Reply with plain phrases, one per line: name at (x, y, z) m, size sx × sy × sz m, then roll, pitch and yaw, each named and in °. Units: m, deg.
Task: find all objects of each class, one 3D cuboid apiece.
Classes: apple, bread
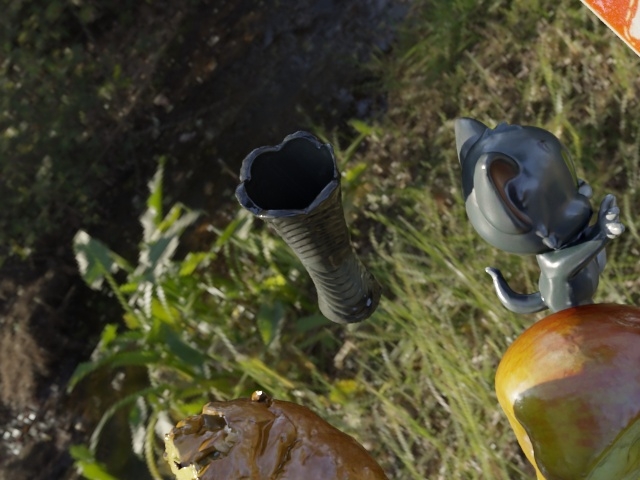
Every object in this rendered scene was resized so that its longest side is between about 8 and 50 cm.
apple at (0.252, 0.138, 0.882) m, size 0.173 × 0.195 × 0.160 m, roll -22°, pitch 58°, yaw 2°
bread at (-0.012, 0.242, 0.812) m, size 0.147 × 0.160 × 0.260 m, roll -33°, pitch 70°, yaw -19°

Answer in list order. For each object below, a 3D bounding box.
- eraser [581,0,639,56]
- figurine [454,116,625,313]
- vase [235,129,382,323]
eraser at (0.220, -0.174, 0.559) m, size 0.230 × 0.038 × 0.157 m, roll 50°, pitch 144°, yaw 17°
figurine at (0.223, -0.012, 1.006) m, size 0.140 × 0.265 × 0.193 m, roll -11°, pitch 29°, yaw 7°
vase at (0.000, 0.000, 1.067) m, size 0.116 × 0.237 × 0.115 m, roll -10°, pitch 53°, yaw 13°
